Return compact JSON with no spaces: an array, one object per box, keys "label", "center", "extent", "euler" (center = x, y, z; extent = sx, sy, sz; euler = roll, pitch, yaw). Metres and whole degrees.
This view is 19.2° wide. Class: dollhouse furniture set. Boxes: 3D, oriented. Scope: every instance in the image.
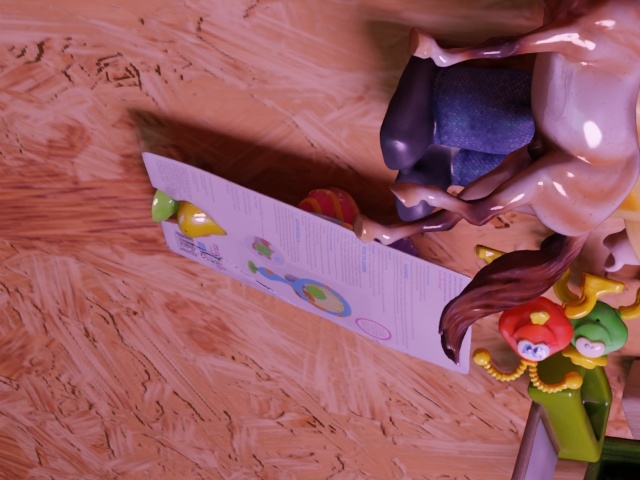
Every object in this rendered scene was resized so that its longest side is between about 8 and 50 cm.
[{"label":"dollhouse furniture set","center":[0.297,0.187,1.299],"extent":[0.302,0.151,0.197],"euler":[5,145,25]}]

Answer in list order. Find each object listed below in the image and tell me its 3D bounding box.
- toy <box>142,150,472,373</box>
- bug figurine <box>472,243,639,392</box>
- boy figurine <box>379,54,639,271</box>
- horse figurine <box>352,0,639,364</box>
[{"label":"toy","center":[0.000,0.000,1.285],"extent":[0.237,0.056,0.137],"euler":[19,153,14]},{"label":"bug figurine","center":[0.224,0.070,1.148],"extent":[0.279,0.072,0.216],"euler":[14,-176,8]},{"label":"boy figurine","center":[0.185,-0.036,1.082],"extent":[0.285,0.092,0.177],"euler":[13,145,20]},{"label":"horse figurine","center":[0.115,-0.066,0.971],"extent":[0.174,0.066,0.263],"euler":[-3,120,-22]}]
